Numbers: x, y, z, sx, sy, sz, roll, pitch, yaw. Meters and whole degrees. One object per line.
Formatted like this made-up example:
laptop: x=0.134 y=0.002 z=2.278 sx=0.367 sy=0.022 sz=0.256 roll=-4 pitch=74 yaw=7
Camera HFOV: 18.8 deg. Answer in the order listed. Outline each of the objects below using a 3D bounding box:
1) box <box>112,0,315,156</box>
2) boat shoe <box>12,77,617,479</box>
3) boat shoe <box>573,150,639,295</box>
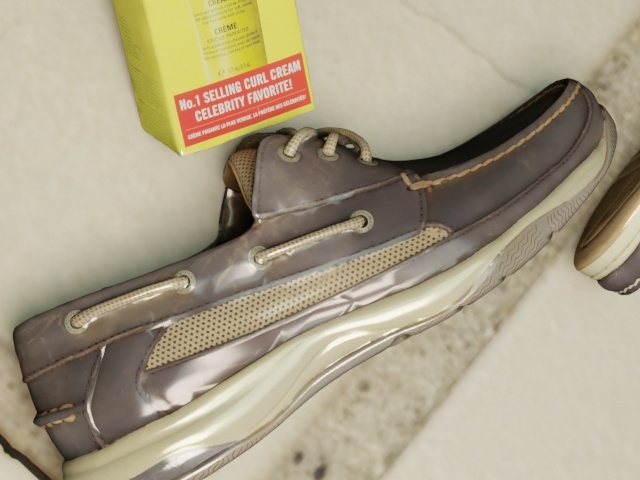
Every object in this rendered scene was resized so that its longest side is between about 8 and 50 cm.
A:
box: x=-0.070 y=-0.166 z=0.987 sx=0.087 sy=0.058 sz=0.232 roll=-20 pitch=118 yaw=-19
boat shoe: x=0.000 y=0.000 z=1.003 sx=0.355 sy=0.132 sz=0.130 roll=-34 pitch=95 yaw=-19
boat shoe: x=0.259 y=-0.063 z=1.108 sx=0.092 sy=0.103 sz=0.285 roll=46 pitch=67 yaw=-3
